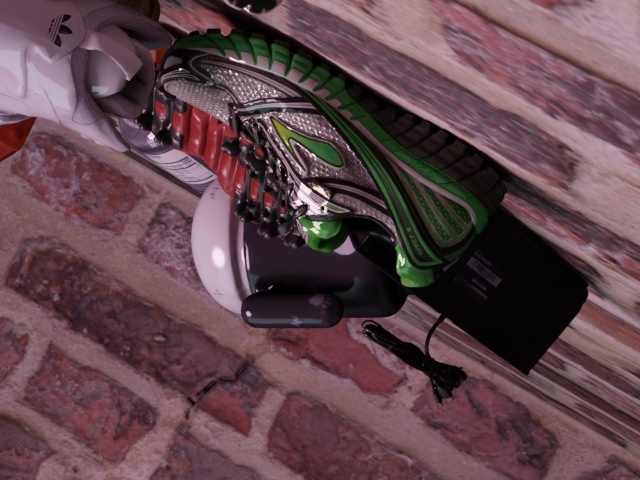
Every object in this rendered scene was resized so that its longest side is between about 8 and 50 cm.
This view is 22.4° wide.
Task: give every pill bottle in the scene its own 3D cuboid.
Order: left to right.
[{"bbox_3d":[-0.136,-0.131,1.810,0.130,0.130,0.245,25,172,47],"label":"pill bottle"}]

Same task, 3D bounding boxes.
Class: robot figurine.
[{"bbox_3d":[0.001,0.001,1.723,0.278,0.174,0.209,-2,-179,17],"label":"robot figurine"}]

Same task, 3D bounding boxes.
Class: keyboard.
[{"bbox_3d":[0.136,0.057,1.661,0.317,0.201,0.033,36,-175,-40],"label":"keyboard"}]

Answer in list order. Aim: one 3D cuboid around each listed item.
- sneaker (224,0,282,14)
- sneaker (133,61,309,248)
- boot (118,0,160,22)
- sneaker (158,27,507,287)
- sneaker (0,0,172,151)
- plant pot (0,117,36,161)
[{"bbox_3d":[-0.099,-0.220,1.178,0.170,0.068,0.071,35,179,-36],"label":"sneaker"},{"bbox_3d":[-0.064,-0.103,1.640,0.276,0.135,0.098,42,140,25],"label":"sneaker"},{"bbox_3d":[-0.275,-0.282,1.498,0.236,0.089,0.269,17,172,12],"label":"boot"},{"bbox_3d":[-0.008,-0.081,1.491,0.343,0.146,0.134,31,175,11],"label":"sneaker"},{"bbox_3d":[-0.260,-0.152,1.521,0.210,0.137,0.366,20,168,-2],"label":"sneaker"},{"bbox_3d":[-0.521,-0.251,2.302,0.235,0.267,0.267,8,159,45],"label":"plant pot"}]
